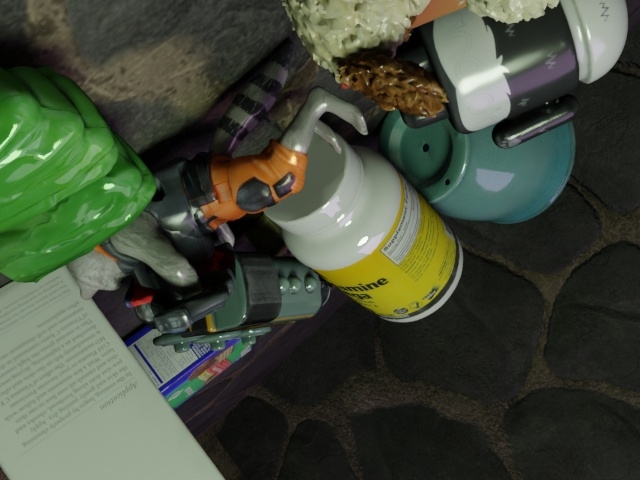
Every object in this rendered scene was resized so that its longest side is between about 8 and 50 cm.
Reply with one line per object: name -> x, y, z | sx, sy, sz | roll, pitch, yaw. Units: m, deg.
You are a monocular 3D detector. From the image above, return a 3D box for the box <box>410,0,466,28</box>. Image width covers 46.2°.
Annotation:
box -> 0.118, -0.289, 0.712 | 0.170, 0.091, 0.130 | -32, 167, -36

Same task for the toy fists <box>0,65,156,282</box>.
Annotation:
toy fists -> -0.215, -0.050, 0.574 | 0.142, 0.096, 0.279 | -29, 169, -4

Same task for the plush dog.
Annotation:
plush dog -> 0.028, -0.210, 0.507 | 0.210, 0.262, 0.225 | -4, 150, -8

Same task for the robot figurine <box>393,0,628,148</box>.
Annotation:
robot figurine -> 0.212, -0.231, 0.881 | 0.278, 0.173, 0.209 | -22, 153, 10

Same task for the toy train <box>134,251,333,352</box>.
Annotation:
toy train -> -0.114, 0.082, 1.097 | 0.190, 0.142, 0.334 | -13, 171, 26

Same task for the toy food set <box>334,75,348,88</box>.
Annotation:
toy food set -> 0.051, -0.223, 0.935 | 0.082, 0.020, 0.083 | -43, 169, 19

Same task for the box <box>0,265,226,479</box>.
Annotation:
box -> -0.263, 0.228, 0.843 | 0.168, 0.345, 0.215 | -34, 168, -26

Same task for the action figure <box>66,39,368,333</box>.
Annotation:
action figure -> -0.131, -0.054, 0.815 | 0.330, 0.178, 0.341 | -33, -162, -5

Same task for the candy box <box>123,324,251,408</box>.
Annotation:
candy box -> -0.282, 0.232, 1.370 | 0.317, 0.122, 0.268 | -36, 169, -13

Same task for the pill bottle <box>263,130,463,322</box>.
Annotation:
pill bottle -> 0.061, -0.018, 1.087 | 0.188, 0.188, 0.334 | -42, 139, 9

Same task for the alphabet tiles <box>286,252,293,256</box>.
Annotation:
alphabet tiles -> 0.000, 0.000, 1.350 | 0.237, 0.009, 0.198 | -46, 168, 34

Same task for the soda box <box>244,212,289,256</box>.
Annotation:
soda box -> -0.048, -0.021, 1.291 | 0.058, 0.061, 0.181 | -45, 168, 27

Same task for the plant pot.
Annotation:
plant pot -> 0.243, -0.154, 1.268 | 0.255, 0.271, 0.271 | -7, 149, -43
